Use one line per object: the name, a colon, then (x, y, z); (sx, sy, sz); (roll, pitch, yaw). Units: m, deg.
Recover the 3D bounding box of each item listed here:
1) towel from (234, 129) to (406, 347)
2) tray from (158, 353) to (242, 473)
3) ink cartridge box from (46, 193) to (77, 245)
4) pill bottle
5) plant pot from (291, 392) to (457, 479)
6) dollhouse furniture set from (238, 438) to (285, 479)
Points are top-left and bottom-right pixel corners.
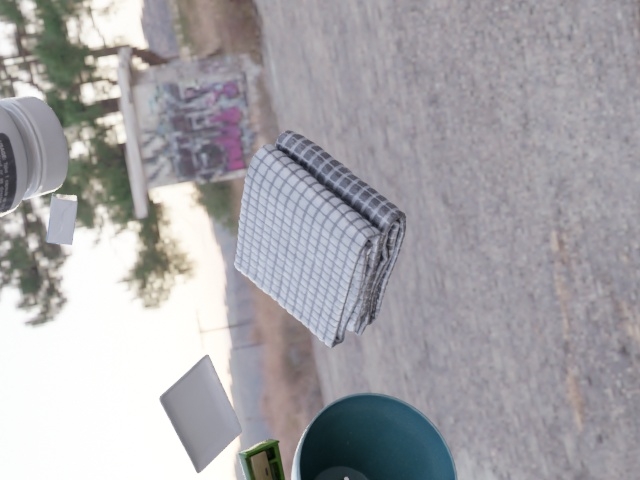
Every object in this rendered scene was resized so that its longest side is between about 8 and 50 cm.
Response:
towel: (0.000, 0.000, 1.560); (0.235, 0.121, 0.283); (38, 145, 21)
tray: (-0.261, 0.372, 2.237); (0.030, 0.145, 0.270); (23, 144, 38)
ink cartridge box: (-0.603, -0.052, 2.427); (0.180, 0.060, 0.104); (-154, 71, -75)
pill bottle: (-0.600, -0.118, 1.656); (0.204, 0.361, 0.204); (17, 116, 39)
plant pot: (0.070, 0.441, 1.840); (0.195, 0.290, 0.290); (123, 140, -55)
dollhouse furniture set: (-0.168, 0.589, 2.368); (0.198, 0.302, 0.151); (0, 105, 54)
